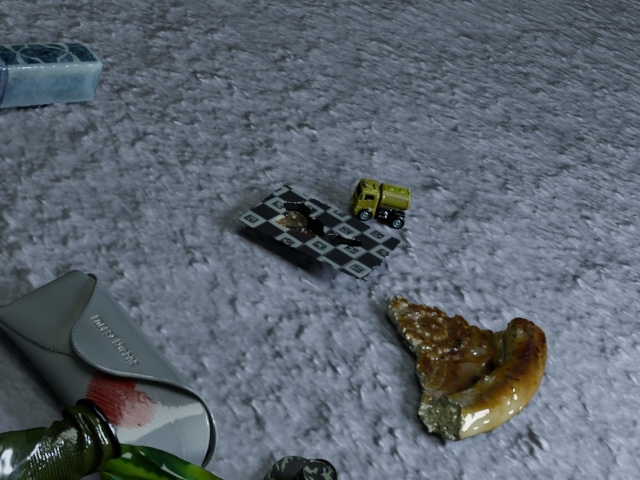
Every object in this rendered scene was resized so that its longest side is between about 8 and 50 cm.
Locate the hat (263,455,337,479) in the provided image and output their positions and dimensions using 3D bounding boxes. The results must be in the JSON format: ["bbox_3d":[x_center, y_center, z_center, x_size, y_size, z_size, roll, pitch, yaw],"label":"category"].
[{"bbox_3d":[-0.007,0.262,1.466,0.121,0.050,0.121,13,30,-8],"label":"hat"}]

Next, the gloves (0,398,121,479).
[{"bbox_3d":[-0.317,0.228,1.286,0.268,0.135,0.107,-14,65,-21],"label":"gloves"}]

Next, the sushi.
[{"bbox_3d":[0.000,0.000,1.884,0.201,0.031,0.139,27,33,16],"label":"sushi"}]

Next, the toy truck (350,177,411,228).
[{"bbox_3d":[0.086,-0.057,1.993,0.083,0.054,0.049,13,33,-10],"label":"toy truck"}]

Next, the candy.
[{"bbox_3d":[-0.174,0.299,1.304,0.149,0.069,0.246,25,29,-1],"label":"candy"}]

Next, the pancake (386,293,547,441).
[{"bbox_3d":[0.168,0.137,1.744,0.244,0.057,0.266,37,37,26],"label":"pancake"}]

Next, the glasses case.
[{"bbox_3d":[-0.239,0.136,1.497,0.128,0.083,0.308,-12,44,-41],"label":"glasses case"}]

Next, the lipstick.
[{"bbox_3d":[-0.448,-0.233,1.944,0.290,0.076,0.077,-9,40,-41],"label":"lipstick"}]
